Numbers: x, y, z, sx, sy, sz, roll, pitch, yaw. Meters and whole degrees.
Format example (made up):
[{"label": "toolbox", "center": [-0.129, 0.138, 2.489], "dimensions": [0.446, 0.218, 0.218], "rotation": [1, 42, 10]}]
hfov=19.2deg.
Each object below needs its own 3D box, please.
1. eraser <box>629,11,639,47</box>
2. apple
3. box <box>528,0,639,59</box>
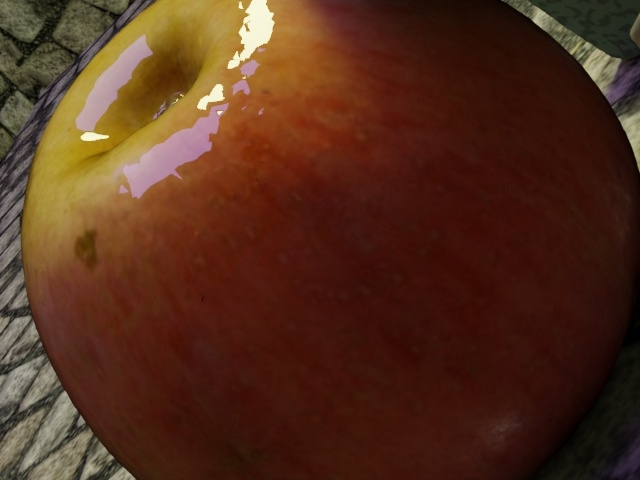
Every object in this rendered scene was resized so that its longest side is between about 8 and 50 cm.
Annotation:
[{"label": "eraser", "center": [0.318, -0.170, 1.127], "dimensions": [0.298, 0.076, 0.078], "rotation": [-23, 31, 56]}, {"label": "apple", "center": [0.000, 0.000, 1.119], "dimensions": [0.364, 0.364, 0.364], "rotation": [-44, 17, 17]}, {"label": "box", "center": [0.239, -0.233, 1.346], "dimensions": [0.227, 0.162, 0.130], "rotation": [-22, 41, 56]}]
